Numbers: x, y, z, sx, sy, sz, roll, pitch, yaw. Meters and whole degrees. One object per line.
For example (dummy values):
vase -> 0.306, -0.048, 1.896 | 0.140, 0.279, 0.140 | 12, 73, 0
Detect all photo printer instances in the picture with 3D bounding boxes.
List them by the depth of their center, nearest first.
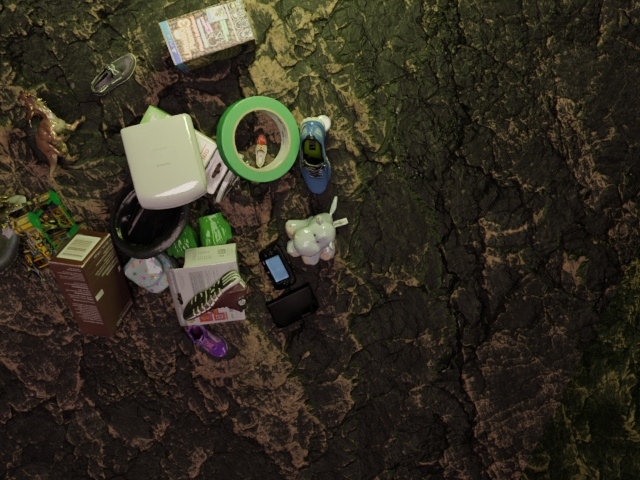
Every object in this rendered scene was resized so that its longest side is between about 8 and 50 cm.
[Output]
photo printer -> -0.549, -0.270, 1.626 | 0.255, 0.107, 0.308 | -15, 86, -5

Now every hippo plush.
hippo plush -> 0.000, 0.000, 1.870 | 0.294, 0.236, 0.235 | -26, 106, -1

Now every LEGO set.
LEGO set -> -1.058, -0.019, 1.690 | 0.192, 0.331, 0.255 | -24, 126, 0

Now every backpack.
backpack -> -0.678, 0.117, 1.849 | 0.188, 0.144, 0.166 | 39, 94, -16

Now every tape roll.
tape roll -> -0.238, -0.389, 1.769 | 0.320, 0.077, 0.322 | -6, 103, -28

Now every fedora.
fedora -> -0.627, -0.081, 1.748 | 0.333, 0.152, 0.335 | -1, 78, 7

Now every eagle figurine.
eagle figurine -> -1.235, -0.040, 1.692 | 0.224, 0.226, 0.299 | 6, 112, -22

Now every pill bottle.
pill bottle -> 0.005, -0.464, 1.818 | 0.066, 0.120, 0.067 | -2, 104, -9

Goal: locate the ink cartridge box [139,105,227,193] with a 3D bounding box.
ink cartridge box -> -0.533, -0.338, 1.771 | 0.353, 0.119, 0.207 | 29, 97, -14

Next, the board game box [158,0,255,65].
board game box -> -0.394, -0.728, 1.638 | 0.290, 0.232, 0.141 | -19, 106, -2

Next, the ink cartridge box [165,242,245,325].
ink cartridge box -> -0.458, 0.185, 1.856 | 0.271, 0.130, 0.310 | -6, 124, -8

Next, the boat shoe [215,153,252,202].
boat shoe -> -0.350, -0.240, 1.844 | 0.070, 0.078, 0.220 | 29, 96, -13

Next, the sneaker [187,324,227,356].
sneaker -> -0.497, 0.426, 1.971 | 0.095, 0.104, 0.236 | -38, 107, 1

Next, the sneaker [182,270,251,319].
sneaker -> -0.385, 0.253, 1.775 | 0.281, 0.106, 0.162 | -35, 125, 12

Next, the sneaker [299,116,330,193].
sneaker -> -0.033, -0.305, 1.790 | 0.129, 0.147, 0.330 | 0, 137, 9

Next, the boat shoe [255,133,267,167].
boat shoe -> -0.241, -0.362, 1.848 | 0.049, 0.043, 0.137 | 6, 101, -8

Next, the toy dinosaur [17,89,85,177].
toy dinosaur -> -1.010, -0.395, 1.693 | 0.200, 0.127, 0.296 | 17, 113, -5

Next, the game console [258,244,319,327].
game console -> -0.166, 0.195, 1.995 | 0.213, 0.044, 0.362 | -26, 105, -2

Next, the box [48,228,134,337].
box -> -0.850, 0.169, 1.726 | 0.142, 0.191, 0.382 | 8, 130, 6

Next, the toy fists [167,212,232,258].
toy fists -> -0.501, -0.014, 1.870 | 0.278, 0.096, 0.143 | -15, 93, -3

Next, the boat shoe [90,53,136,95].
boat shoe -> -0.769, -0.615, 1.697 | 0.206, 0.065, 0.075 | -41, 105, 3
